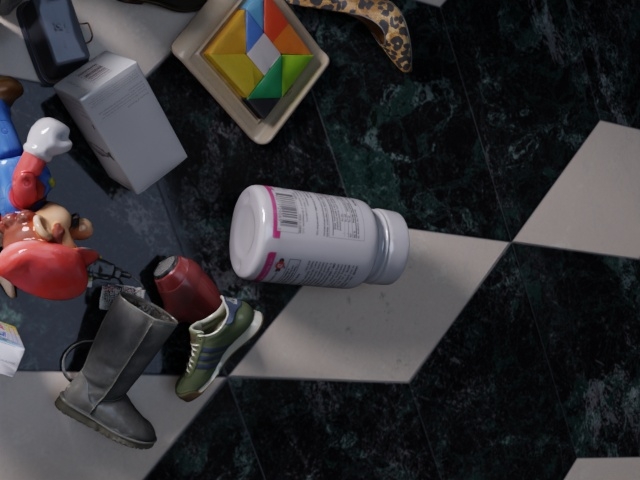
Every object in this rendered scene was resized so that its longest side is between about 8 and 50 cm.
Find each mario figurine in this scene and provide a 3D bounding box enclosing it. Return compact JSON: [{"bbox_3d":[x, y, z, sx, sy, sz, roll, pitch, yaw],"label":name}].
[{"bbox_3d":[-0.404,-0.068,1.135,0.170,0.198,0.321,-23,84,-4],"label":"mario figurine"}]

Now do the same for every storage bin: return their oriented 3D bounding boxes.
[{"bbox_3d":[-0.396,-0.316,1.199,0.098,0.091,0.135,-20,99,-25],"label":"storage bin"}]

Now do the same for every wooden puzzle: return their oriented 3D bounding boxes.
[{"bbox_3d":[-0.108,-0.320,1.344,0.239,0.044,0.221,45,71,-31],"label":"wooden puzzle"}]

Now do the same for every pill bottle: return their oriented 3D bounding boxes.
[{"bbox_3d":[0.000,0.000,1.349,0.283,0.160,0.161,7,86,-26],"label":"pill bottle"}]

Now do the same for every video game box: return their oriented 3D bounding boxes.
[{"bbox_3d":[-0.510,0.122,1.074,0.187,0.205,0.048,21,84,-24],"label":"video game box"}]

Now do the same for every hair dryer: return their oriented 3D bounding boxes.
[{"bbox_3d":[-0.262,0.130,1.282,0.293,0.080,0.224,6,107,-23],"label":"hair dryer"}]

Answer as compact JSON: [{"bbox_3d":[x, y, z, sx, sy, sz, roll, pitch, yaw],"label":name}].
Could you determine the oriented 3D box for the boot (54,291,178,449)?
[{"bbox_3d":[-0.287,0.205,1.221,0.189,0.076,0.209,35,88,-28],"label":"boot"}]

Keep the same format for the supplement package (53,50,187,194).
[{"bbox_3d":[-0.303,-0.180,1.199,0.105,0.105,0.179,-41,131,-21],"label":"supplement package"}]

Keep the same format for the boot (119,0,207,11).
[{"bbox_3d":[-0.230,-0.424,1.273,0.219,0.106,0.082,-9,93,-26],"label":"boot"}]

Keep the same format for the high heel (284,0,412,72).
[{"bbox_3d":[0.051,-0.391,1.433,0.186,0.093,0.261,-33,106,-11],"label":"high heel"}]

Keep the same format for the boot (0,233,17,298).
[{"bbox_3d":[-0.508,0.036,1.170,0.086,0.042,0.119,-11,93,-19],"label":"boot"}]

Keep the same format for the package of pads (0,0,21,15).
[{"bbox_3d":[-0.521,-0.455,1.065,0.296,0.229,0.101,39,74,-19],"label":"package of pads"}]

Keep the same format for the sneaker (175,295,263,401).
[{"bbox_3d":[-0.185,0.165,1.253,0.192,0.064,0.086,-47,123,4],"label":"sneaker"}]
